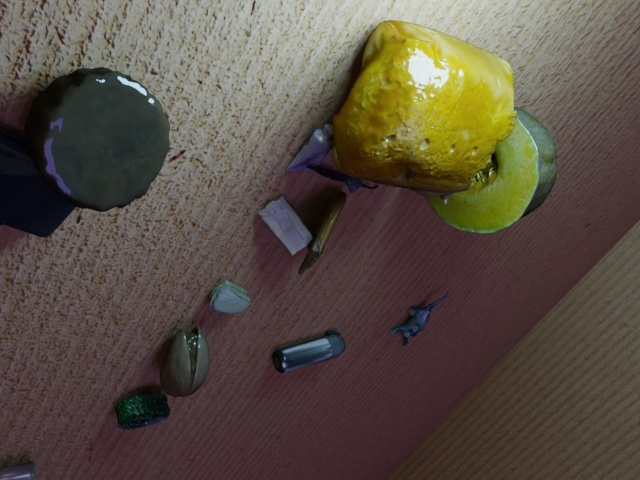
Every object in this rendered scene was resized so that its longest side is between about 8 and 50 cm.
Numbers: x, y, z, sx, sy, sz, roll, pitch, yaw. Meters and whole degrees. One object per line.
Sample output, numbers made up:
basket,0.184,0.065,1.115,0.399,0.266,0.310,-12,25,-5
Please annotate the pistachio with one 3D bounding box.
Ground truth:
pistachio,-0.359,0.325,1.613,0.135,0.136,0.226,-6,127,-36

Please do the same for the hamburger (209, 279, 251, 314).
hamburger,-0.244,0.154,1.583,0.084,0.054,0.121,-37,144,9

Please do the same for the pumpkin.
pumpkin,0.440,-0.185,1.534,0.199,0.332,0.332,-5,136,-41

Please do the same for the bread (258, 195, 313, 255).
bread,-0.090,-0.047,1.500,0.077,0.105,0.152,-35,114,-1

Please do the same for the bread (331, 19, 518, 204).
bread,0.210,-0.251,1.281,0.394,0.250,0.361,2,120,-43

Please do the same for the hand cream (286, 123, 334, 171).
hand cream,-0.012,-0.204,1.368,0.084,0.053,0.142,-4,150,-38

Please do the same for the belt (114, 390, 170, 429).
belt,-0.502,0.473,1.723,0.151,0.079,0.121,-6,147,-21

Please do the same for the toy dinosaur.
toy dinosaur,0.354,0.314,2.283,0.144,0.076,0.329,-11,142,-42

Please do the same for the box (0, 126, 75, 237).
box,-0.519,-0.099,1.034,0.160,0.050,0.230,-44,146,11

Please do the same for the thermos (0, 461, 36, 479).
thermos,-0.886,0.678,1.584,0.264,0.146,0.176,-2,160,-29

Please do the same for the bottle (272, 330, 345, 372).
bottle,-0.035,0.360,1.997,0.253,0.079,0.096,-9,99,-33

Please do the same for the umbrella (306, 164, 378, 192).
umbrella,0.049,-0.147,1.488,0.044,0.044,0.269,-13,165,41

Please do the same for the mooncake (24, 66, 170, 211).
mooncake,-0.365,-0.169,0.996,0.228,0.124,0.228,-24,129,-34

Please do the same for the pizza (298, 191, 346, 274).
pizza,0.000,0.000,1.543,0.262,0.034,0.181,-61,-177,41
